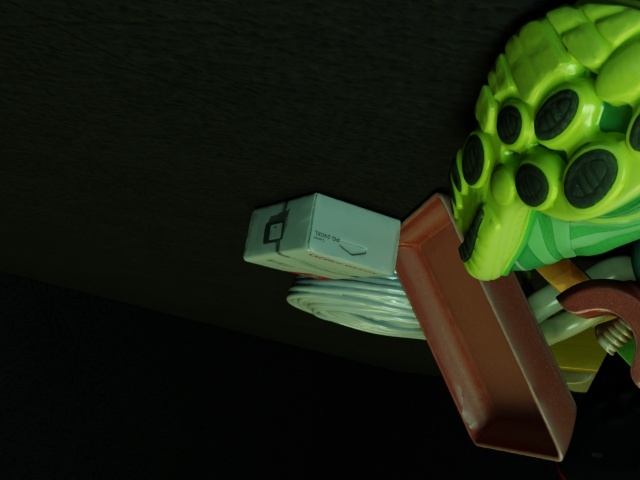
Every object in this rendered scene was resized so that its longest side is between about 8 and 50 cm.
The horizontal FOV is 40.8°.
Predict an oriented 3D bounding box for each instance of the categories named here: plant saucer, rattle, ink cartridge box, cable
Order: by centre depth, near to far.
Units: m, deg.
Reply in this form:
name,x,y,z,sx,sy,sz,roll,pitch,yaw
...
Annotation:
name,x,y,z,sx,sy,sz,roll,pitch,yaw
plant saucer,0.159,0.087,0.875,0.047,0.259,0.259,-22,173,-11
rattle,0.267,0.020,0.895,0.130,0.143,0.199,28,124,-34
ink cartridge box,0.000,0.000,0.931,0.109,0.063,0.150,17,167,-28
cable,0.087,0.072,1.154,0.257,0.089,0.257,19,166,-36

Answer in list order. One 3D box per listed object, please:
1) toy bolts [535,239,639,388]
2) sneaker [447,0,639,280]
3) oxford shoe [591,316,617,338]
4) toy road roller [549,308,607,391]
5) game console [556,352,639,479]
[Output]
name,x,y,z,sx,sy,sz,roll,pitch,yaw
toy bolts,0.279,0.014,0.708,0.218,0.158,0.228,49,-168,17
sneaker,0.155,-0.054,0.492,0.123,0.110,0.295,-12,169,-7
oxford shoe,0.490,0.138,0.998,0.363,0.133,0.130,3,167,35
toy road roller,0.455,0.225,1.189,0.329,0.241,0.202,5,167,26
game console,0.432,0.142,0.756,0.386,0.060,0.342,-2,-152,36
